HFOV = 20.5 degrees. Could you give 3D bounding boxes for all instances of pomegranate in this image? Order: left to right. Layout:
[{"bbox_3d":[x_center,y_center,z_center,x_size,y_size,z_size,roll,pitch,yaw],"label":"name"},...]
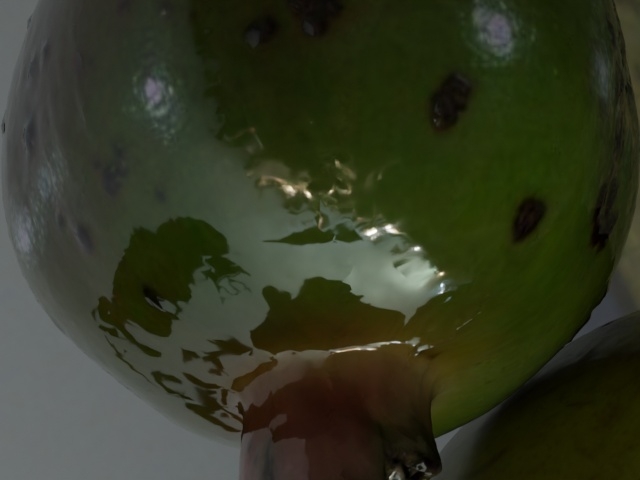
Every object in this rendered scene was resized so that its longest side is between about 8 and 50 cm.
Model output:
[{"bbox_3d":[0.018,-0.017,0.718,0.291,0.291,0.323,56,-176,-49],"label":"pomegranate"}]

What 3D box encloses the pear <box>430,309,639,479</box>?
[{"bbox_3d":[0.178,0.156,0.787,0.283,0.284,0.283,-24,-90,-82],"label":"pear"}]
